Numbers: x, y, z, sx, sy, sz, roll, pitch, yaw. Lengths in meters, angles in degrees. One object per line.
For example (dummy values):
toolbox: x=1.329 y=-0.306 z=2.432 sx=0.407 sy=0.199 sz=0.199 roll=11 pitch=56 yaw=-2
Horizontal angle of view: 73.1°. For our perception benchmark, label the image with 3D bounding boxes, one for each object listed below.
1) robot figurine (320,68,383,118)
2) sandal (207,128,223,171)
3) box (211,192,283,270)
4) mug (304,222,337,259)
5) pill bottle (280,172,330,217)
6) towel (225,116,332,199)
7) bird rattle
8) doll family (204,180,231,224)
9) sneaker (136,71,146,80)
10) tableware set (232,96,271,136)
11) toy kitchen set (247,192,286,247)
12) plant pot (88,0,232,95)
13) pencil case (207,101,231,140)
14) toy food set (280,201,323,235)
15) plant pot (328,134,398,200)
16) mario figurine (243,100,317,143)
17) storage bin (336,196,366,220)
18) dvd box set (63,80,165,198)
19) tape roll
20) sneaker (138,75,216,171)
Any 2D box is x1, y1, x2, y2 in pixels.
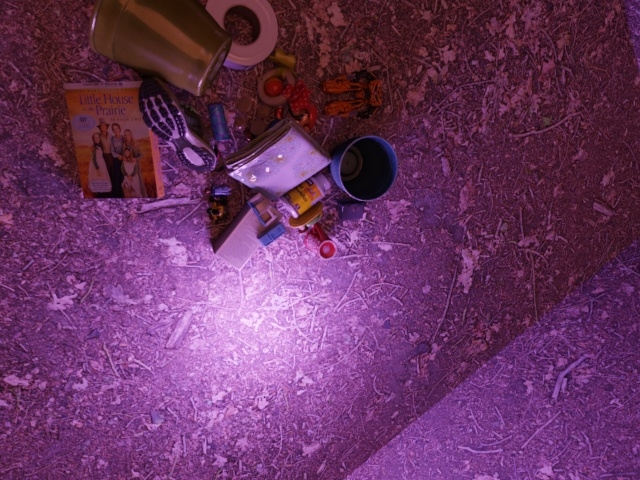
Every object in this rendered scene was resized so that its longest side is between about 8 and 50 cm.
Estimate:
robot figurine: x=0.149 y=-0.635 z=1.895 sx=0.291 sy=0.085 sz=0.211 roll=-12 pitch=110 yaw=-16
sandal: x=-0.449 y=-0.367 z=1.781 sx=0.067 sy=0.040 sz=0.179 roll=-19 pitch=111 yaw=-15
box: x=-0.319 y=-0.040 z=1.877 sx=0.148 sy=0.121 sz=0.311 roll=40 pitch=90 yaw=-24
mug: x=-0.006 y=0.008 z=1.978 sx=0.113 sy=0.169 sz=0.150 roll=-41 pitch=115 yaw=-4
pill bottle: x=-0.063 y=-0.207 z=1.924 sx=0.215 sy=0.117 sz=0.117 roll=-38 pitch=114 yaw=-6
towel: x=-0.158 y=-0.310 z=1.724 sx=0.320 sy=0.090 sz=0.374 roll=-28 pitch=158 yaw=17
bird rattle: x=-0.153 y=-0.619 z=1.745 sx=0.207 sy=0.143 sz=0.254 roll=-20 pitch=81 yaw=13
doll family: x=-0.436 y=-0.158 z=1.832 sx=0.111 sy=0.076 sz=0.193 roll=-1 pitch=101 yaw=-15
sneaker: x=-0.672 y=-0.640 z=1.610 sx=0.170 sy=0.063 sz=0.075 roll=10 pitch=106 yaw=-19
tableware set: x=-0.282 y=-0.505 z=1.765 sx=0.168 sy=0.020 sz=0.141 roll=20 pitch=87 yaw=13
toy kitchen set: x=-0.226 y=-0.070 z=1.743 sx=0.122 sy=0.166 sz=0.207 roll=-37 pitch=114 yaw=-7
plant pot: x=-0.505 y=-0.685 z=1.455 sx=0.353 sy=0.366 sz=0.366 roll=32 pitch=93 yaw=-13
pencil case: x=-0.409 y=-0.480 z=1.750 sx=0.070 sy=0.064 sz=0.152 roll=-33 pitch=119 yaw=-51
toy food set: x=-0.071 y=-0.090 z=1.960 sx=0.218 sy=0.128 sz=0.071 roll=-37 pitch=129 yaw=-5
plant pot: x=0.160 y=-0.331 z=1.892 sx=0.271 sy=0.255 sz=0.272 roll=-6 pitch=108 yaw=-19
mario figurine: x=-0.158 y=-0.486 z=1.784 sx=0.320 sy=0.170 sz=0.198 roll=-34 pitch=112 yaw=-6
storage bin: x=0.147 y=-0.145 z=2.037 sx=0.135 sy=0.098 sz=0.091 roll=-8 pitch=118 yaw=-18
dvd box set: x=-0.755 y=-0.365 z=1.597 sx=0.307 sy=0.062 sz=0.420 roll=1 pitch=107 yaw=5
tape roll: x=-0.310 y=-0.810 z=1.655 sx=0.286 sy=0.100 sz=0.286 roll=-4 pitch=101 yaw=-23
sneaker: x=-0.515 y=-0.446 z=1.601 sx=0.158 sy=0.182 sz=0.410 roll=-5 pitch=144 yaw=16
